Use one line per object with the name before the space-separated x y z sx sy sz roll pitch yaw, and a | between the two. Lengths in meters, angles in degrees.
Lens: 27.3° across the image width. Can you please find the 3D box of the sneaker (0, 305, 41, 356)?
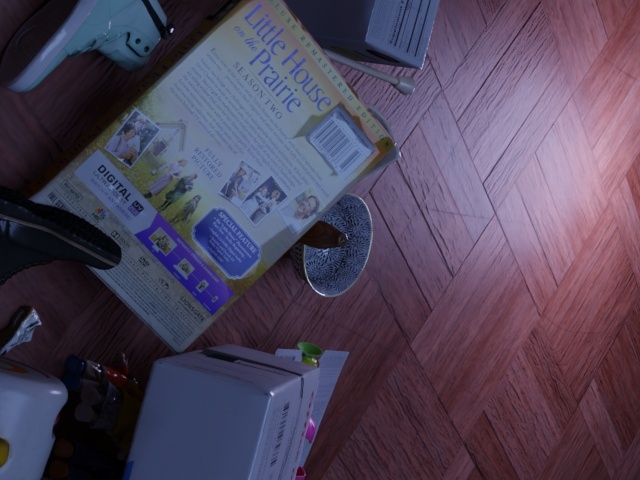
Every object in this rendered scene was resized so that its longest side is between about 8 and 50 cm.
sneaker | -0.389 0.124 1.692 0.083 0.032 0.037 -52 136 -26

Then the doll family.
doll family | -0.289 0.288 1.798 0.163 0.118 0.263 29 79 -51

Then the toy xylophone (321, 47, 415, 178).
toy xylophone | -0.005 -0.176 1.918 0.322 0.236 0.081 7 61 -40

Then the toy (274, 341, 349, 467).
toy | -0.058 0.264 2.109 0.136 0.056 0.237 5 120 -34

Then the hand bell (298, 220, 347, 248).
hand bell | -0.059 -0.023 1.881 0.126 0.242 0.126 -20 117 -47

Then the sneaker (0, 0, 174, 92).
sneaker | -0.283 -0.242 1.648 0.256 0.094 0.151 -55 132 -27

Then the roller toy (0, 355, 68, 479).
roller toy | -0.407 0.215 1.565 0.191 0.209 0.146 20 87 -58

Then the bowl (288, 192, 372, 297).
bowl | 0.000 0.000 2.091 0.170 0.080 0.170 -20 117 -47

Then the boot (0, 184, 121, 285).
boot | -0.357 0.025 1.609 0.197 0.077 0.137 26 102 -14

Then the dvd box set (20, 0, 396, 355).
dvd box set | -0.140 -0.096 1.732 0.420 0.062 0.308 -45 119 -5

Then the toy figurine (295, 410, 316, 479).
toy figurine | -0.075 0.317 2.043 0.173 0.130 0.159 10 105 -13

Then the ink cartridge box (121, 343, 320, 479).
ink cartridge box | -0.136 0.304 1.798 0.395 0.166 0.286 10 95 -81

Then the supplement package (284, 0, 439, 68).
supplement package | 0.026 -0.368 1.855 0.145 0.261 0.204 16 88 -52
